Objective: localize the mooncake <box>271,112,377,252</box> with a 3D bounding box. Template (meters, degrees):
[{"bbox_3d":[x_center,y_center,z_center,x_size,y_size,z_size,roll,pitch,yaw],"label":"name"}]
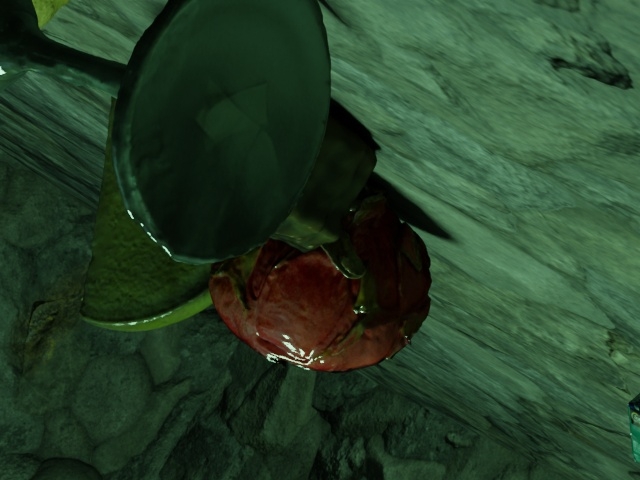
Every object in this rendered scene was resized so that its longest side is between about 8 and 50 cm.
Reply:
[{"bbox_3d":[-0.068,-0.080,1.565,0.228,0.124,0.228,30,174,4],"label":"mooncake"}]

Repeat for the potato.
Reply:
[{"bbox_3d":[-0.174,-0.008,1.971,0.269,0.255,0.112,28,171,26],"label":"potato"}]

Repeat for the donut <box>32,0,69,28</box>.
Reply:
[{"bbox_3d":[-0.315,-0.250,1.671,0.162,0.065,0.178,35,173,-23],"label":"donut"}]

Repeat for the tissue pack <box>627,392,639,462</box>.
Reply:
[{"bbox_3d":[0.377,0.195,1.798,0.111,0.079,0.085,25,138,44],"label":"tissue pack"}]

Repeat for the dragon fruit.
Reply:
[{"bbox_3d":[0.003,0.002,1.726,0.218,0.223,0.148,-1,136,-7],"label":"dragon fruit"}]

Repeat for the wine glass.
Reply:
[{"bbox_3d":[-0.205,-0.136,1.290,0.406,0.267,0.267,20,167,39],"label":"wine glass"}]
